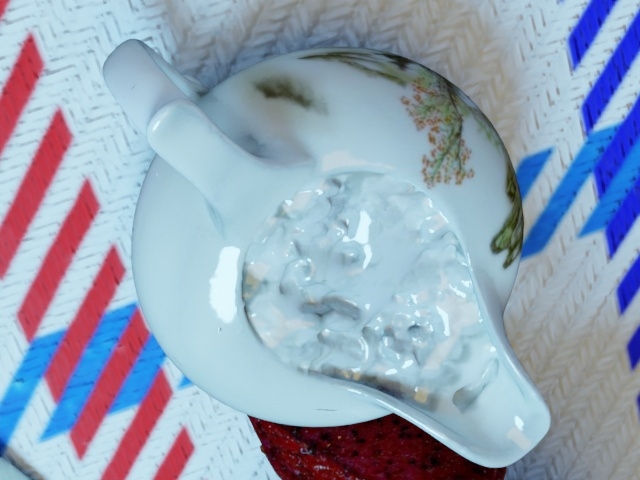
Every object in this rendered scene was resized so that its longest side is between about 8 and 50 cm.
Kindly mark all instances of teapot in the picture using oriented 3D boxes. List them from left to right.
[{"bbox_3d":[0.000,0.000,0.720,0.298,0.139,0.204,37,103,-28],"label":"teapot"}]

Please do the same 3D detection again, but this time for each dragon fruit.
[{"bbox_3d":[0.047,0.121,0.806,0.106,0.162,0.083,-39,136,-33],"label":"dragon fruit"}]

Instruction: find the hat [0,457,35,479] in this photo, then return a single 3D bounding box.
[{"bbox_3d":[-0.259,0.244,0.730,0.301,0.168,0.258,-47,130,-3],"label":"hat"}]
